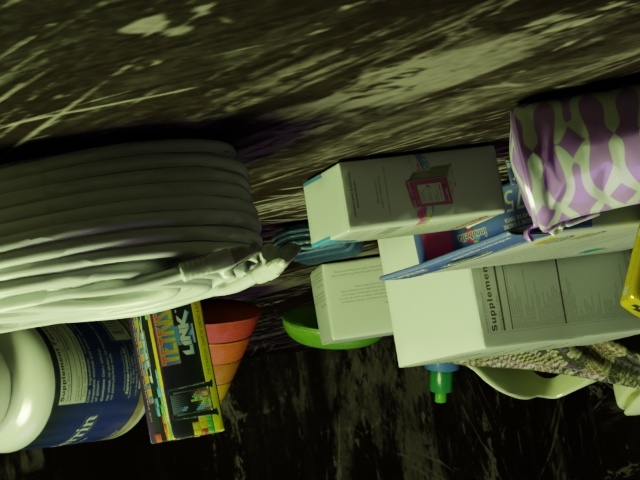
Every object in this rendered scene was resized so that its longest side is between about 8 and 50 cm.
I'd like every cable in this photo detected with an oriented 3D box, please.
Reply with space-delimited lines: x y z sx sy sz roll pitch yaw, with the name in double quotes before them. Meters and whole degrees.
"cable" -0.165 0.003 1.170 0.257 0.089 0.257 -6 174 -19

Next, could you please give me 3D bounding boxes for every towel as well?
"towel" 0.000 0.000 1.689 0.067 0.029 0.119 -10 173 9

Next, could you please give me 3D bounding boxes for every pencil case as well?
"pencil case" 0.215 -0.058 1.176 0.206 0.088 0.086 -11 176 10

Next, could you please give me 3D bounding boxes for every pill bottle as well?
"pill bottle" -0.315 0.151 2.057 0.153 0.153 0.264 -13 173 32

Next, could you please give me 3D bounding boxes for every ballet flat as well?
"ballet flat" 0.312 0.111 2.096 0.482 0.164 0.182 11 128 -22

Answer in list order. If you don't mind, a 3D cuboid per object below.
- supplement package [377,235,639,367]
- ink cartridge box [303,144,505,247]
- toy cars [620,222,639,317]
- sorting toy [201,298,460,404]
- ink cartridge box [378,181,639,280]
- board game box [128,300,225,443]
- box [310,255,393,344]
"supplement package" 0.197 0.039 1.839 0.244 0.139 0.134 -4 171 -36
"ink cartridge box" 0.060 -0.031 1.364 0.122 0.052 0.088 -6 174 -19
"toy cars" 0.413 0.016 1.653 0.393 0.176 0.087 -21 -179 -26
"sorting toy" -0.007 0.145 2.239 0.365 0.126 0.127 2 -168 4
"ink cartridge box" 0.218 -0.021 1.667 0.311 0.065 0.186 -9 173 -36
"board game box" -0.130 0.085 1.613 0.048 0.170 0.141 -10 174 -15
"box" 0.049 0.066 2.118 0.101 0.087 0.102 -8 174 -9
